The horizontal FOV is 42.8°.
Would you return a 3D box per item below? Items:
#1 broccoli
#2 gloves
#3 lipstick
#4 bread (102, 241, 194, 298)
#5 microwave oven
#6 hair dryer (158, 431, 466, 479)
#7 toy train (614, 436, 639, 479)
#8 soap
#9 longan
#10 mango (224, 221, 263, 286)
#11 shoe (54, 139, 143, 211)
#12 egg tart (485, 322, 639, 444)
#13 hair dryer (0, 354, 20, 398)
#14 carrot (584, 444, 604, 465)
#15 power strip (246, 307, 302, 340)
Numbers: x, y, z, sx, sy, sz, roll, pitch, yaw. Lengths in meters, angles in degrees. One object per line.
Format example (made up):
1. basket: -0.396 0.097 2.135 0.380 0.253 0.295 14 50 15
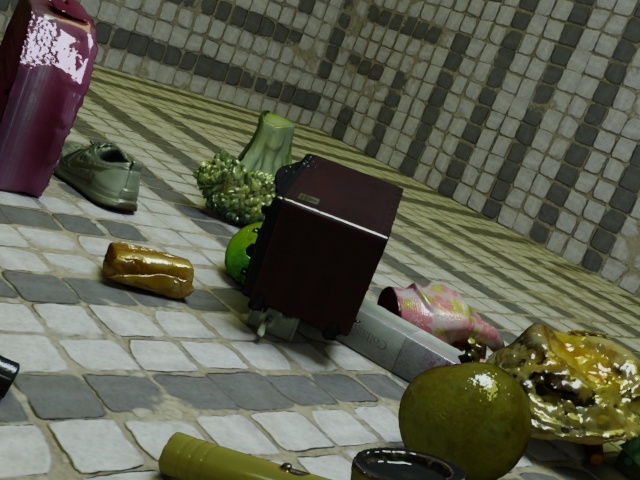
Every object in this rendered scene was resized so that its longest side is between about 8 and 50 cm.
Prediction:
1. broccoli: -0.136 -0.156 1.719 0.263 0.243 0.247 12 29 -20
2. gloves: 0.217 0.146 1.370 0.241 0.126 0.145 10 14 -22
3. lipstick: 0.083 0.141 1.270 0.317 0.066 0.068 28 15 24
4. bread: -0.245 0.043 1.167 0.132 0.053 0.074 15 11 -28
5. microwave oven: 0.002 -0.001 1.210 0.188 0.178 0.247 18 23 3
6. hair dryer: -0.020 0.228 0.687 0.279 0.135 0.090 9 6 29
7. toy train: 0.588 0.313 1.275 0.159 0.129 0.326 35 19 37
8. soap: -0.480 -0.251 1.370 0.127 0.325 0.220 18 15 -36
9. longan: 0.167 0.199 0.950 0.155 0.176 0.145 0 -20 19
10. mango: -0.097 0.025 1.382 0.119 0.100 0.178 28 21 13
11. shoe: -0.421 -0.144 1.539 0.275 0.098 0.103 30 11 37
12. egg tart: 0.360 0.196 1.209 0.297 0.132 0.297 -5 19 2
13. hair dryer: -0.363 0.124 0.664 0.195 0.075 0.219 28 21 -18
14. carrot: 0.409 0.306 1.224 0.032 0.032 0.093 24 17 8
15. power strip: -0.066 0.111 1.205 0.075 0.042 0.175 23 14 5
